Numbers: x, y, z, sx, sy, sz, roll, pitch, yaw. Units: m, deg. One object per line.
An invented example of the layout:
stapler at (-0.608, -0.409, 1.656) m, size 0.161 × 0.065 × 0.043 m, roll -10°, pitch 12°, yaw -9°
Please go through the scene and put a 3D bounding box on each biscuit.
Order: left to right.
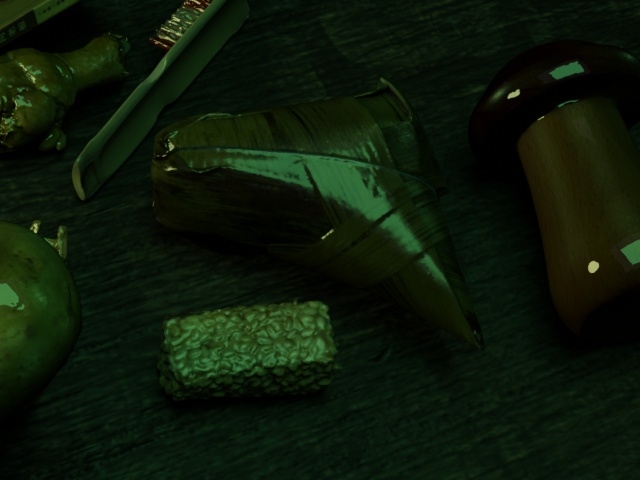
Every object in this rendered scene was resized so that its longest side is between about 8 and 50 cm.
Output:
biscuit at (-0.068, 0.104, 1.819) m, size 0.168 × 0.070 × 0.082 m, roll -5°, pitch 52°, yaw -12°

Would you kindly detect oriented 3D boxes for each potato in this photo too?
potato at (-0.329, 0.080, 1.664) m, size 0.173 × 0.307 × 0.210 m, roll 49°, pitch 45°, yaw -25°

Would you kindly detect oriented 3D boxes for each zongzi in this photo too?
zongzi at (0.000, 0.000, 1.870) m, size 0.286 × 0.138 × 0.300 m, roll -11°, pitch 59°, yaw -15°

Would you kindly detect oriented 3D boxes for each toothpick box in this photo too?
toothpick box at (0.264, -0.056, 1.934) m, size 0.192 × 0.192 × 0.294 m, roll -9°, pitch 63°, yaw -17°

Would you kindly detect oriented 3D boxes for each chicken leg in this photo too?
chicken leg at (-0.276, -0.146, 1.957) m, size 0.228 × 0.088 × 0.103 m, roll -19°, pitch 48°, yaw -29°

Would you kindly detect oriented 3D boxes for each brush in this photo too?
brush at (-0.169, -0.167, 2.004) m, size 0.050 × 0.060 × 0.321 m, roll 21°, pitch 52°, yaw 20°

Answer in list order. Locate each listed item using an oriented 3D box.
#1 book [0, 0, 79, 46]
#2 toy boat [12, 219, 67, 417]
book at (-0.339, -0.243, 2.000) m, size 0.231 × 0.026 × 0.161 m, roll -36°, pitch 39°, yaw -31°
toy boat at (-0.269, 0.071, 1.801) m, size 0.064 × 0.072 × 0.206 m, roll 11°, pitch 54°, yaw -5°
